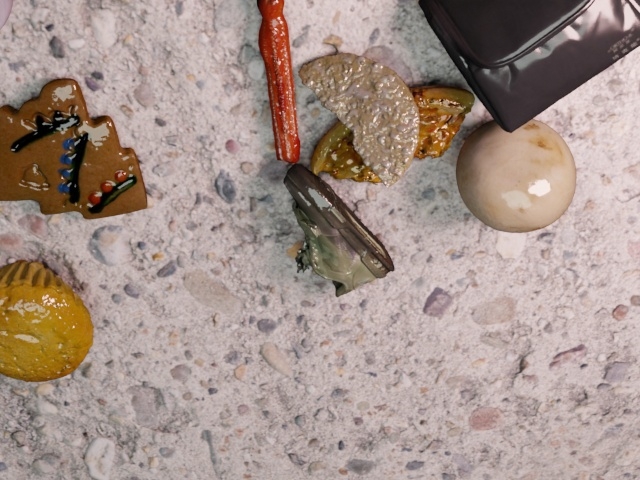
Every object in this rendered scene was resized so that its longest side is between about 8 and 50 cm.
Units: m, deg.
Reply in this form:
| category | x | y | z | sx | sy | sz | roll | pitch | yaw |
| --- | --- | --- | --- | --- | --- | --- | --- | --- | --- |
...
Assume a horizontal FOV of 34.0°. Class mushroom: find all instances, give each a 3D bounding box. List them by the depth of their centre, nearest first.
| category | x | y | z | sx | sy | sz | roll | pitch | yaw |
| --- | --- | --- | --- | --- | --- | --- | --- | --- | --- |
| mushroom | 0.327 | -0.099 | 1.800 | 0.208 | 0.207 | 0.215 | 5 | 155 | -6 |

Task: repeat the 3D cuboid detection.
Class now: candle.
| category | x | y | z | sx | sy | sz | roll | pitch | yaw |
| --- | --- | --- | --- | --- | --- | --- | --- | --- | --- |
| candle | -0.070 | -0.275 | 1.731 | 0.051 | 0.048 | 0.329 | 20 | 131 | 34 |

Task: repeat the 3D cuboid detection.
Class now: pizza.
| category | x | y | z | sx | sy | sz | roll | pitch | yaw |
| --- | --- | --- | --- | --- | --- | --- | --- | --- | --- |
| pizza | 0.125 | -0.174 | 1.782 | 0.306 | 0.085 | 0.161 | -25 | 121 | 14 |

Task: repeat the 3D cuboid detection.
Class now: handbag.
| category | x | y | z | sx | sy | sz | roll | pitch | yaw |
| --- | --- | --- | --- | --- | --- | --- | --- | --- | --- |
| handbag | 0.332 | -0.350 | 1.624 | 0.302 | 0.178 | 0.275 | -33 | 119 | 17 |

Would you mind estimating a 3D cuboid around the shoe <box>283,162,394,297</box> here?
| category | x | y | z | sx | sy | sz | roll | pitch | yaw |
| --- | --- | --- | --- | --- | --- | --- | --- | --- | --- |
| shoe | -0.001 | -0.001 | 1.866 | 0.149 | 0.109 | 0.293 | -37 | 123 | 14 |

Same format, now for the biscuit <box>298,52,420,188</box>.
| category | x | y | z | sx | sy | sz | roll | pitch | yaw |
| --- | --- | --- | --- | --- | --- | --- | --- | --- | --- |
| biscuit | 0.083 | -0.221 | 1.719 | 0.133 | 0.032 | 0.250 | -38 | 85 | 13 |

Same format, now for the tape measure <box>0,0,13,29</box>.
| category | x | y | z | sx | sy | sz | roll | pitch | yaw |
| --- | --- | --- | --- | --- | --- | --- | --- | --- | --- |
| tape measure | -0.557 | -0.378 | 1.585 | 0.179 | 0.105 | 0.196 | 4 | 133 | -18 |

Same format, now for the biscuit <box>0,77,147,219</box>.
| category | x | y | z | sx | sy | sz | roll | pitch | yaw |
| --- | --- | --- | --- | --- | --- | --- | --- | --- | --- |
| biscuit | -0.426 | -0.135 | 1.802 | 0.302 | 0.043 | 0.278 | 27 | 118 | -19 |

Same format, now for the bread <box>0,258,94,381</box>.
| category | x | y | z | sx | sy | sz | roll | pitch | yaw |
| --- | --- | --- | --- | --- | --- | --- | --- | --- | --- |
| bread | -0.534 | 0.154 | 1.925 | 0.240 | 0.139 | 0.239 | -1 | 123 | -2 |
